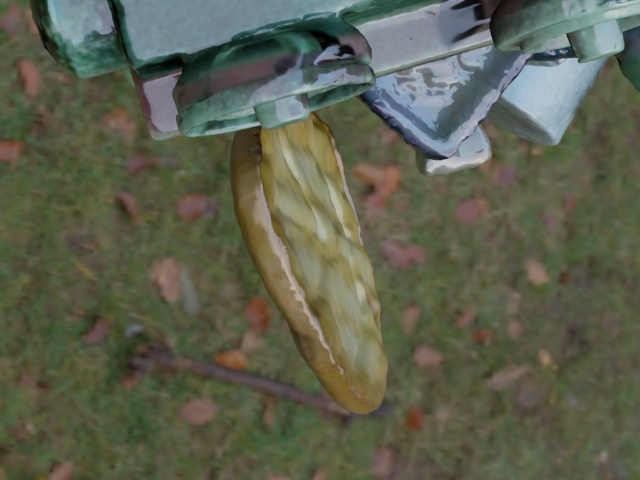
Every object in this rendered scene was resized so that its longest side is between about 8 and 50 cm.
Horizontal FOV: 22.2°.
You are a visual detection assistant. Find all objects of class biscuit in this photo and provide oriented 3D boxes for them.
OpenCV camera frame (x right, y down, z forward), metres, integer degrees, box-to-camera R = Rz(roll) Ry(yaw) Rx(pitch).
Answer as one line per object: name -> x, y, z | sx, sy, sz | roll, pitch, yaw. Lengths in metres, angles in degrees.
biscuit -> -0.005, 0.000, 0.973 | 0.260, 0.041, 0.203 | 40, 41, -69

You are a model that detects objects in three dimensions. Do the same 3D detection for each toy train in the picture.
toy train -> 0.027, -0.131, 0.722 | 0.304, 0.221, 0.150 | -15, 91, -3

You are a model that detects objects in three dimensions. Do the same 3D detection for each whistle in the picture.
whistle -> 0.166, -0.211, 1.415 | 0.168, 0.188, 0.405 | -59, 171, -2

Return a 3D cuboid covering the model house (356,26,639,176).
model house -> 0.127, -0.187, 1.084 | 0.298, 0.243, 0.284 | -7, 107, -4
